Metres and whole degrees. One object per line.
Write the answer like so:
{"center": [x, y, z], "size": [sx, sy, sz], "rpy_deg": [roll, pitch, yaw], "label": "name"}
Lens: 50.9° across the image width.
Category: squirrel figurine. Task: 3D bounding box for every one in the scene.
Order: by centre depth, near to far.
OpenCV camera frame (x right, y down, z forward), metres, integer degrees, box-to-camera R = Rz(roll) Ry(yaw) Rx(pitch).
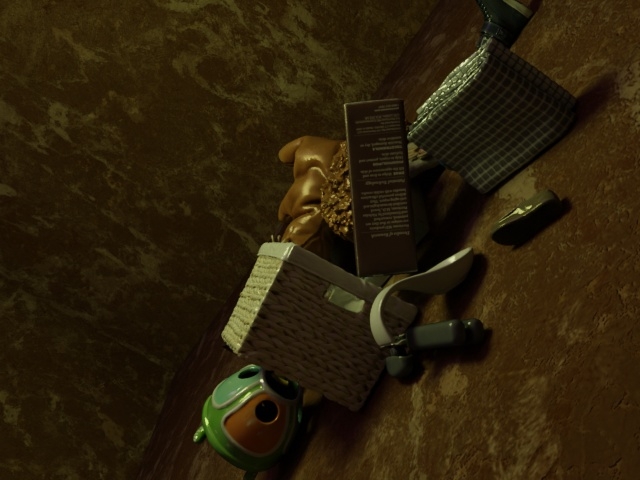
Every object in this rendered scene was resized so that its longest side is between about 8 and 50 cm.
{"center": [0.023, -0.083, 1.764], "size": [0.397, 0.281, 0.370], "rpy_deg": [-20, 40, 52], "label": "squirrel figurine"}

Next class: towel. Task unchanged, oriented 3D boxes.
{"center": [0.340, -0.241, 1.380], "size": [0.284, 0.235, 0.121], "rpy_deg": [-44, 23, 48], "label": "towel"}
{"center": [0.252, -0.223, 1.937], "size": [0.187, 0.049, 0.282], "rpy_deg": [-29, 16, 2], "label": "towel"}

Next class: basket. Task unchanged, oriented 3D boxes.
{"center": [-0.019, 0.186, 1.524], "size": [0.266, 0.328, 0.331], "rpy_deg": [-64, 13, -9], "label": "basket"}
{"center": [0.017, 0.081, 2.003], "size": [0.154, 0.205, 0.226], "rpy_deg": [-36, 34, 60], "label": "basket"}

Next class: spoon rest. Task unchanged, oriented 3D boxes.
{"center": [0.195, 0.089, 1.302], "size": [0.276, 0.084, 0.137], "rpy_deg": [-38, 1, -29], "label": "spoon rest"}

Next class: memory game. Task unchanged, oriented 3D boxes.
{"center": [0.315, -0.268, 1.860], "size": [0.186, 0.012, 0.186], "rpy_deg": [-25, 16, 8], "label": "memory game"}

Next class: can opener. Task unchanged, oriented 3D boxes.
{"center": [0.201, 0.205, 1.247], "size": [0.283, 0.076, 0.095], "rpy_deg": [151, 117, -65], "label": "can opener"}

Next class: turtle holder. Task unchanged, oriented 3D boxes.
{"center": [-0.142, 0.424, 1.687], "size": [0.227, 0.243, 0.320], "rpy_deg": [-53, -22, 18], "label": "turtle holder"}

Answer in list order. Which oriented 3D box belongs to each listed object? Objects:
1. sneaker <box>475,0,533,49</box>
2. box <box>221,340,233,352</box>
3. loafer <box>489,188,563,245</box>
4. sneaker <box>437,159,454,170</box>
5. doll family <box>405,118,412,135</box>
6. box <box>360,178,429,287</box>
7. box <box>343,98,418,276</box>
{"center": [0.463, -0.636, 1.912], "size": [0.163, 0.226, 0.086], "rpy_deg": [-57, 4, 17], "label": "sneaker"}
{"center": [-0.205, 0.320, 2.287], "size": [0.168, 0.167, 0.203], "rpy_deg": [-63, 13, -23], "label": "box"}
{"center": [0.366, -0.040, 1.197], "size": [0.148, 0.056, 0.050], "rpy_deg": [-34, 24, 39], "label": "loafer"}
{"center": [0.370, -0.309, 1.720], "size": [0.131, 0.112, 0.296], "rpy_deg": [-39, 24, 51], "label": "sneaker"}
{"center": [0.276, -0.351, 2.297], "size": [0.111, 0.076, 0.193], "rpy_deg": [-65, 10, -12], "label": "doll family"}
{"center": [0.194, -0.026, 1.834], "size": [0.232, 0.059, 0.322], "rpy_deg": [-52, 12, 23], "label": "box"}
{"center": [0.138, -0.110, 1.522], "size": [0.191, 0.143, 0.381], "rpy_deg": [24, -117, -83], "label": "box"}
